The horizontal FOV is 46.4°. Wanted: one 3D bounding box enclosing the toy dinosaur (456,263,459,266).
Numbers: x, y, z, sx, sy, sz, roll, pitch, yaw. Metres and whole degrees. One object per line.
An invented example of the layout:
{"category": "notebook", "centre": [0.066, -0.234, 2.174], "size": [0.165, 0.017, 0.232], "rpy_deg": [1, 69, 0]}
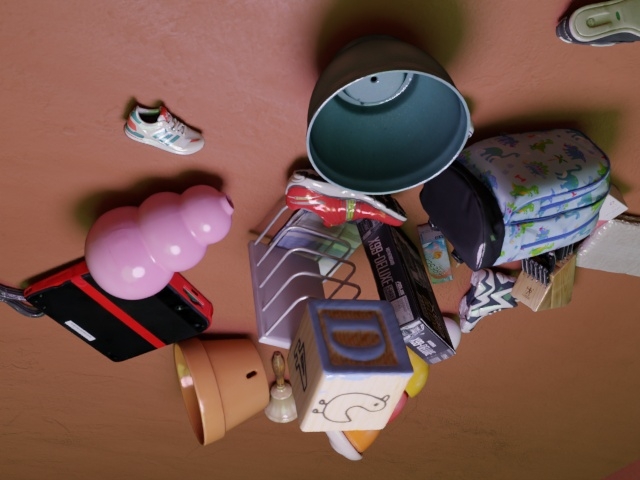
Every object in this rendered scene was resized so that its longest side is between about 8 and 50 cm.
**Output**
{"category": "toy dinosaur", "centre": [0.352, -0.014, 1.848], "size": [0.092, 0.053, 0.183], "rpy_deg": [-7, 136, 23]}

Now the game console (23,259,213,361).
{"category": "game console", "centre": [-0.494, 0.167, 1.901], "size": [0.341, 0.060, 0.387], "rpy_deg": [-20, 139, 15]}

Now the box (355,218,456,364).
{"category": "box", "centre": [0.197, 0.109, 1.731], "size": [0.076, 0.308, 0.242], "rpy_deg": [-27, 144, 16]}

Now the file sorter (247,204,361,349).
{"category": "file sorter", "centre": [-0.027, 0.086, 1.657], "size": [0.192, 0.278, 0.173], "rpy_deg": [18, 132, -30]}

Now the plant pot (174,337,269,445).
{"category": "plant pot", "centre": [-0.268, 0.396, 2.065], "size": [0.203, 0.291, 0.291], "rpy_deg": [-13, 143, -20]}

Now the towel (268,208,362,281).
{"category": "towel", "centre": [0.000, 0.000, 1.803], "size": [0.209, 0.034, 0.285], "rpy_deg": [17, 134, -29]}

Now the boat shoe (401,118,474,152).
{"category": "boat shoe", "centre": [0.167, -0.176, 1.534], "size": [0.306, 0.105, 0.113], "rpy_deg": [-11, 168, 4]}

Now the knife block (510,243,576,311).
{"category": "knife block", "centre": [0.603, 0.058, 1.922], "size": [0.275, 0.088, 0.242], "rpy_deg": [0, 121, -49]}

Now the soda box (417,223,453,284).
{"category": "soda box", "centre": [0.288, 0.034, 1.869], "size": [0.058, 0.063, 0.183], "rpy_deg": [-15, 140, 8]}

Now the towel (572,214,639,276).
{"category": "towel", "centre": [0.809, 0.012, 1.949], "size": [0.282, 0.049, 0.187], "rpy_deg": [9, 136, -19]}

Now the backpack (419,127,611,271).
{"category": "backpack", "centre": [0.437, -0.098, 1.581], "size": [0.355, 0.290, 0.274], "rpy_deg": [2, 126, -22]}

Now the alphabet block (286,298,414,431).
{"category": "alphabet block", "centre": [0.053, 0.252, 1.514], "size": [0.192, 0.194, 0.197], "rpy_deg": [3, 134, -16]}

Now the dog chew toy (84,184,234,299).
{"category": "dog chew toy", "centre": [-0.338, -0.010, 1.610], "size": [0.331, 0.207, 0.207], "rpy_deg": [-27, 138, 10]}

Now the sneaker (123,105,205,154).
{"category": "sneaker", "centre": [-0.299, -0.220, 1.462], "size": [0.161, 0.057, 0.075], "rpy_deg": [13, 142, -20]}

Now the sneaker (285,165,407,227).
{"category": "sneaker", "centre": [0.053, -0.078, 1.648], "size": [0.278, 0.107, 0.118], "rpy_deg": [17, 117, -13]}

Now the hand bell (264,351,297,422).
{"category": "hand bell", "centre": [-0.121, 0.429, 2.266], "size": [0.126, 0.126, 0.242], "rpy_deg": [-6, 130, -3]}

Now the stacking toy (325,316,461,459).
{"category": "stacking toy", "centre": [0.188, 0.365, 2.139], "size": [0.479, 0.351, 0.351], "rpy_deg": [-32, 139, -1]}

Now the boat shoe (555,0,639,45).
{"category": "boat shoe", "centre": [0.555, -0.406, 1.390], "size": [0.232, 0.084, 0.079], "rpy_deg": [-8, 179, -11]}

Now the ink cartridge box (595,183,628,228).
{"category": "ink cartridge box", "centre": [0.614, -0.103, 1.757], "size": [0.198, 0.067, 0.115], "rpy_deg": [24, 131, -33]}

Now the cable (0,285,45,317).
{"category": "cable", "centre": [-0.794, 0.115, 1.808], "size": [0.287, 0.072, 0.140], "rpy_deg": [10, 122, -39]}

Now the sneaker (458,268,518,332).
{"category": "sneaker", "centre": [0.473, 0.173, 2.043], "size": [0.152, 0.094, 0.235], "rpy_deg": [5, 128, -4]}

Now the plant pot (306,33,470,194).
{"category": "plant pot", "centre": [0.109, -0.255, 1.382], "size": [0.292, 0.196, 0.293], "rpy_deg": [-5, 140, -4]}
